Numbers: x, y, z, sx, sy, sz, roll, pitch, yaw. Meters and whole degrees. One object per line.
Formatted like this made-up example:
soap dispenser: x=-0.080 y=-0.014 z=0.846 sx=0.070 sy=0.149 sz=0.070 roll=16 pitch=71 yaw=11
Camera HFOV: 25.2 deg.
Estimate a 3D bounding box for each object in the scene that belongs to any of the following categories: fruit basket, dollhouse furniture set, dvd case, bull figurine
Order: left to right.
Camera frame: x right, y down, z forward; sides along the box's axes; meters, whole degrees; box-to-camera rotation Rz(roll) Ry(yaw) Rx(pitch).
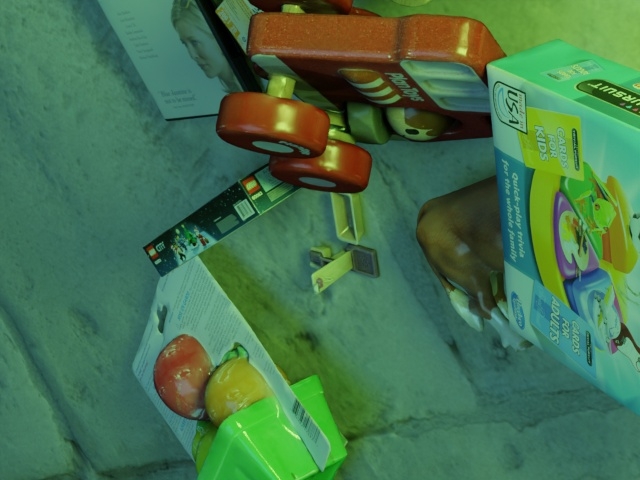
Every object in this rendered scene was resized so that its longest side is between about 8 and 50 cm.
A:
dvd case: x=-0.178 y=-0.251 z=1.632 sx=0.180 sy=0.022 sz=0.253 roll=0 pitch=126 yaw=48
fruit basket: x=-0.116 y=0.206 z=1.853 sx=0.353 sy=0.165 sz=0.327 roll=57 pitch=145 yaw=27
dollhouse furniture set: x=0.000 y=0.000 z=1.601 sx=0.091 sy=0.081 sz=0.114 roll=17 pitch=127 yaw=40
bull figurine: x=0.217 y=-0.008 z=1.338 sx=0.310 sy=0.101 sz=0.188 roll=-22 pitch=94 yaw=51

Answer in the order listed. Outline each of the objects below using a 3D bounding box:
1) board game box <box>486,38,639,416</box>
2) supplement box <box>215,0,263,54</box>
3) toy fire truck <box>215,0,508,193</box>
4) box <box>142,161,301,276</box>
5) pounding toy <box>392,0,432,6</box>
board game box: x=0.259 y=0.013 z=1.088 sx=0.336 sy=0.079 sz=0.254 roll=36 pitch=141 yaw=55
supplement box: x=-0.064 y=-0.252 z=1.531 sx=0.062 sy=0.036 sz=0.098 roll=54 pitch=142 yaw=3
toy fire truck: x=0.063 y=-0.140 z=1.309 sx=0.253 sy=0.302 sz=0.169 roll=8 pitch=81 yaw=22
box: x=-0.082 y=-0.045 z=1.596 sx=0.044 sy=0.159 sz=0.233 roll=57 pitch=142 yaw=-3
pounding toy: x=0.066 y=-0.289 z=1.264 sx=0.154 sy=0.154 sz=0.269 roll=55 pitch=145 yaw=7
